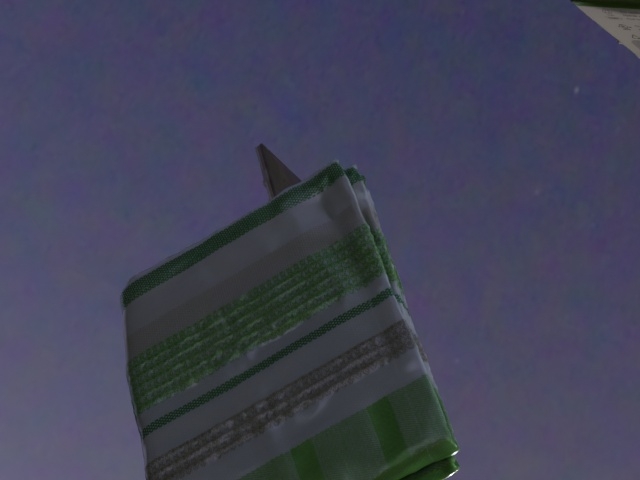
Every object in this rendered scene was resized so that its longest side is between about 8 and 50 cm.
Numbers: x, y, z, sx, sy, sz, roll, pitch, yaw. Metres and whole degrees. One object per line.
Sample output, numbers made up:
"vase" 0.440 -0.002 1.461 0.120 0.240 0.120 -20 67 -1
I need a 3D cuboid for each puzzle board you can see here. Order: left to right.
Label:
"puzzle board" 0.000 0.000 0.880 0.011 0.128 0.096 -40 -63 13

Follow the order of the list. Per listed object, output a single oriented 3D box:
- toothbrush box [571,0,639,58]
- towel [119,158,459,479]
"toothbrush box" 0.276 -0.214 0.708 0.206 0.283 0.122 15 -11 46
"towel" -0.016 0.047 0.529 0.113 0.152 0.023 -30 -47 11
